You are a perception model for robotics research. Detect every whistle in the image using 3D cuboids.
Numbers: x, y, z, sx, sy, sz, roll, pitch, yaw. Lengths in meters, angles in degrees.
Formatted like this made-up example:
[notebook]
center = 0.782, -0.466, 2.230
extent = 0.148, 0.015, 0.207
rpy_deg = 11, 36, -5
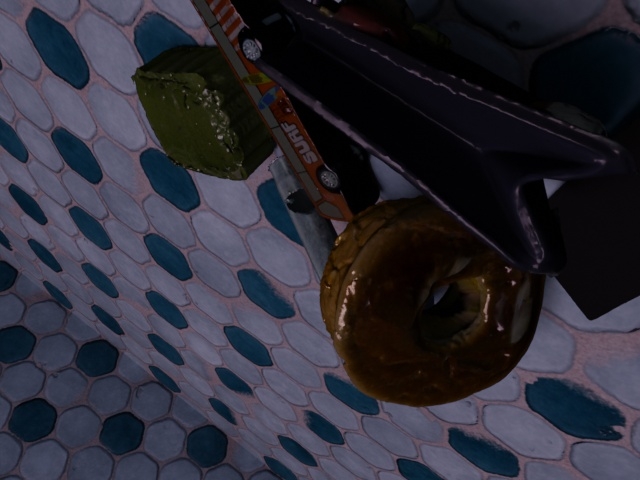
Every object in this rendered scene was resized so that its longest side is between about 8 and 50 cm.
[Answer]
[whistle]
center = 0.000, 0.000, 0.882
extent = 0.312, 0.062, 0.062
rpy_deg = 65, 147, 14

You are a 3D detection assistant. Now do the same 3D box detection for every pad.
[pad]
center = 0.347, -0.015, 0.633
extent = 0.159, 0.009, 0.265
rpy_deg = 58, 156, 18

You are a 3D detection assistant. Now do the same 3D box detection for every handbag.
[handbag]
center = 0.128, -0.135, 0.533
extent = 0.329, 0.303, 0.122
rpy_deg = 37, 116, 9

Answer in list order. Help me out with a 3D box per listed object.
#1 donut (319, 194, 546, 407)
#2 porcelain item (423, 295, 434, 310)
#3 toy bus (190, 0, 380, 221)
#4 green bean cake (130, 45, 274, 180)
[donut]
center = 0.154, 0.071, 0.754
extent = 0.330, 0.330, 0.160
rpy_deg = 67, 174, -32
[porcelain item]
center = 0.124, 0.066, 0.901
extent = 0.141, 0.141, 0.259
rpy_deg = 19, 129, 28
[toy bus]
center = -0.039, -0.207, 0.785
extent = 0.092, 0.093, 0.408
rpy_deg = -6, 124, 46
[green bean cake]
center = -0.194, -0.211, 0.906
extent = 0.214, 0.113, 0.200
rpy_deg = 13, 136, 32
